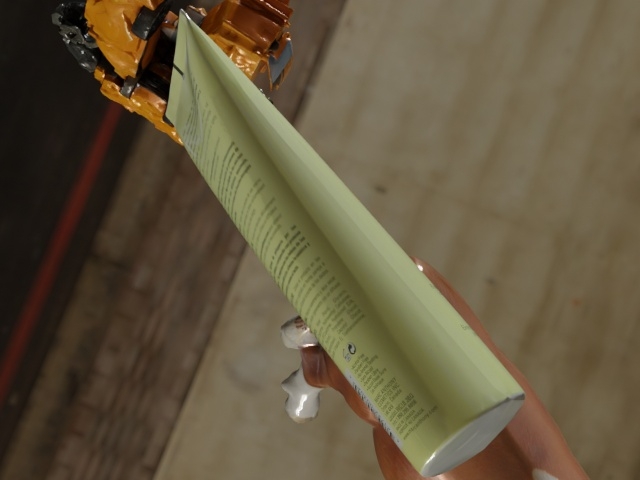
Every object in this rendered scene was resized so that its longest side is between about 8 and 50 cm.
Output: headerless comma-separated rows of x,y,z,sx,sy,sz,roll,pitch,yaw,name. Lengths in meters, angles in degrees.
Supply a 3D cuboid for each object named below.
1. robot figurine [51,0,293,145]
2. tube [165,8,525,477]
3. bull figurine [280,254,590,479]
-0.109,-0.157,1.485,0.085,0.211,0.291,-57,-178,-15,robot figurine
0.000,0.000,0.878,0.070,0.240,0.062,-48,159,22,tube
0.086,0.137,1.103,0.101,0.310,0.188,-36,-164,-24,bull figurine
